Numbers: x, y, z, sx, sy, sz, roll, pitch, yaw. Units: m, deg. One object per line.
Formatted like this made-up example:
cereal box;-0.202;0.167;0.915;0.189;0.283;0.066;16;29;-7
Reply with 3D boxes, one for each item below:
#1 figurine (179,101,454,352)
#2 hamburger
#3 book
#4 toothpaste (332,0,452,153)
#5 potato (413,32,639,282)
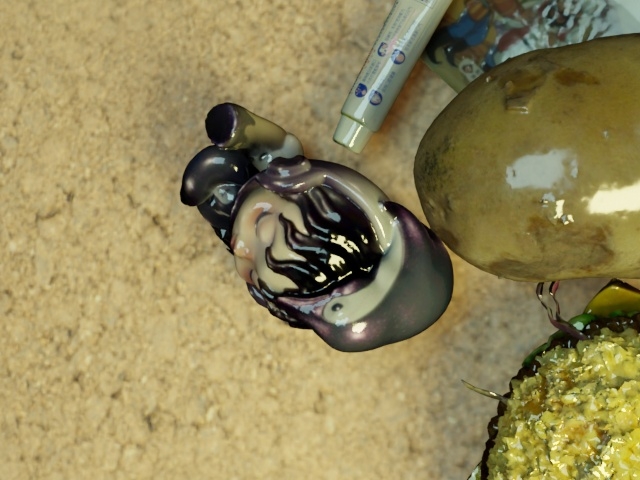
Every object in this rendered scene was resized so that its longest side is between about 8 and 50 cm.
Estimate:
figurine;0.000;0.000;0.916;0.145;0.145;0.222;-51;56;11
hamburger;0.205;0.153;0.784;0.261;0.138;0.243;33;97;24
book;0.199;-0.197;0.893;0.264;0.027;0.202;-48;67;12
toothpaste;0.071;-0.166;0.918;0.052;0.033;0.218;30;95;24
potato;0.192;-0.053;0.791;0.262;0.165;0.165;2;84;3
